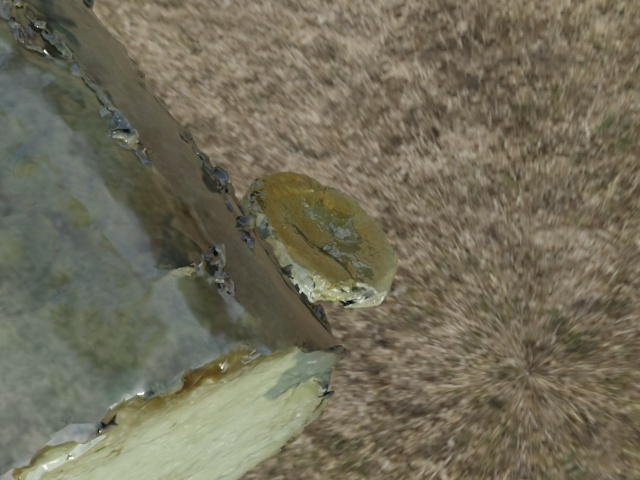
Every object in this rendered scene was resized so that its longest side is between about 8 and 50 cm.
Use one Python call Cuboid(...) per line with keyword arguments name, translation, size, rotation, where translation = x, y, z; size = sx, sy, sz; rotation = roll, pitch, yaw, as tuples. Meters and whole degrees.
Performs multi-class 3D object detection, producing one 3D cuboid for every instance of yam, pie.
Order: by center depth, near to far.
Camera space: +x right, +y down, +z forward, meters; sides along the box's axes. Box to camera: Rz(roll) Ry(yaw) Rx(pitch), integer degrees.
Cuboid(name="yam", translation=(-0.137, -0.027, 0.505), size=(0.168, 0.168, 0.304), rotation=(-40, 76, 3))
Cuboid(name="pie", translation=(0.000, 0.000, 0.636), size=(0.084, 0.084, 0.020), rotation=(44, 124, 10))
